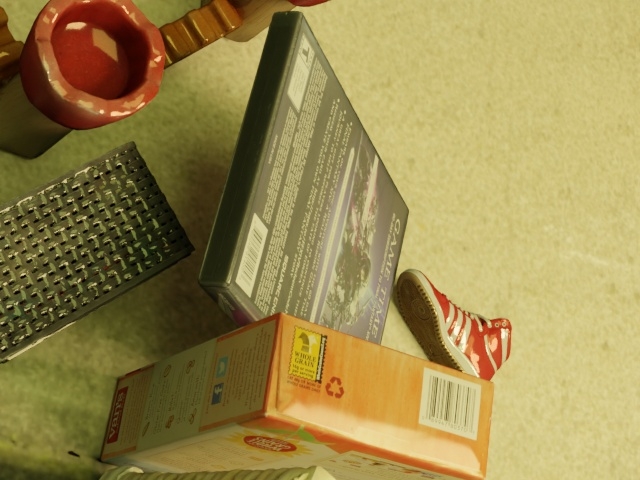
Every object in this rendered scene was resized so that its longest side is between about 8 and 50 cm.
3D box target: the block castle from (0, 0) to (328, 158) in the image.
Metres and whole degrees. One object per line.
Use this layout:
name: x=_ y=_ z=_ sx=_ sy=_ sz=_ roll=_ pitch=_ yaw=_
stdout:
block castle: x=-0.177 y=-0.312 z=0.879 sx=0.303 sy=0.213 sz=0.453 roll=-34 pitch=95 yaw=-35

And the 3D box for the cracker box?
cracker box: x=-0.022 y=0.118 z=0.842 sx=0.156 sy=0.232 sz=0.067 roll=20 pitch=65 yaw=-27

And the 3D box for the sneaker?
sneaker: x=0.111 y=0.062 z=1.059 sx=0.067 sy=0.042 sz=0.118 roll=-37 pitch=105 yaw=-31

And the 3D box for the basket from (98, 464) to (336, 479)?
basket: x=-0.076 y=0.341 z=0.726 sx=0.331 sy=0.266 sz=0.328 roll=-44 pitch=102 yaw=-32

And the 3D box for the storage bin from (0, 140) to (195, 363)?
storage bin: x=-0.186 y=0.021 z=0.831 sx=0.180 sy=0.122 sz=0.084 roll=-33 pitch=95 yaw=-35

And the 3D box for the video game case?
video game case: x=0.000 y=0.000 z=0.917 sx=0.274 sy=0.026 sz=0.196 roll=56 pitch=42 yaw=-58
